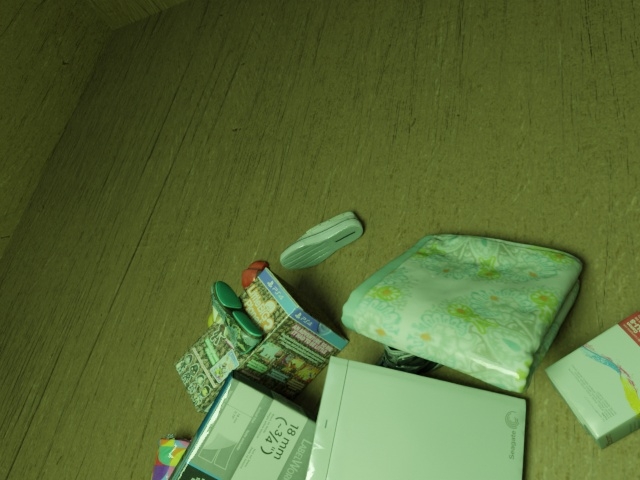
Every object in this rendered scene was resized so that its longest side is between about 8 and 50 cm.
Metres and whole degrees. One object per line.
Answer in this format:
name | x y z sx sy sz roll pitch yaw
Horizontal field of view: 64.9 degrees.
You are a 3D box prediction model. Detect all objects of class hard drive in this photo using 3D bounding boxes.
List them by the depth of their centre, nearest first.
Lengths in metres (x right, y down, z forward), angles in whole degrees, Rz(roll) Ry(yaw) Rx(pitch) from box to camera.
hard drive | 0.165 0.353 0.864 0.352 0.047 0.233 12 68 2

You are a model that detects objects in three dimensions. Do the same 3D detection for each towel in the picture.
towel | 0.268 0.097 0.917 0.320 0.090 0.374 12 31 36

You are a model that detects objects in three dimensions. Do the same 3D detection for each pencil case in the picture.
pencil case | -0.340 0.565 1.141 0.104 0.104 0.237 -10 60 27

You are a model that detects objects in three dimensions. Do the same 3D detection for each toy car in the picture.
toy car | -0.180 0.179 1.297 0.239 0.053 0.225 -51 49 -4

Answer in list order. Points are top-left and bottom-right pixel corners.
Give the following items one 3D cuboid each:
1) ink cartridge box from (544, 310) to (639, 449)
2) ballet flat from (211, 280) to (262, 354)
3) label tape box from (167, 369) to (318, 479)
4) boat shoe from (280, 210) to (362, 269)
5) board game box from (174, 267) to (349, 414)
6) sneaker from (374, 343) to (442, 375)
ink cartridge box | 0.478 0.228 0.806 0.176 0.128 0.127 -36 50 8
ballet flat | -0.182 0.155 1.005 0.070 0.070 0.188 -45 45 1
label tape box | -0.078 0.426 0.918 0.241 0.333 0.106 -61 6 -12
boat shoe | 0.000 0.000 1.286 0.226 0.083 0.076 -23 41 5
board game box | -0.123 0.246 1.105 0.291 0.232 0.141 -46 49 0
sneaker | 0.137 0.247 0.993 0.268 0.153 0.101 -42 49 4
